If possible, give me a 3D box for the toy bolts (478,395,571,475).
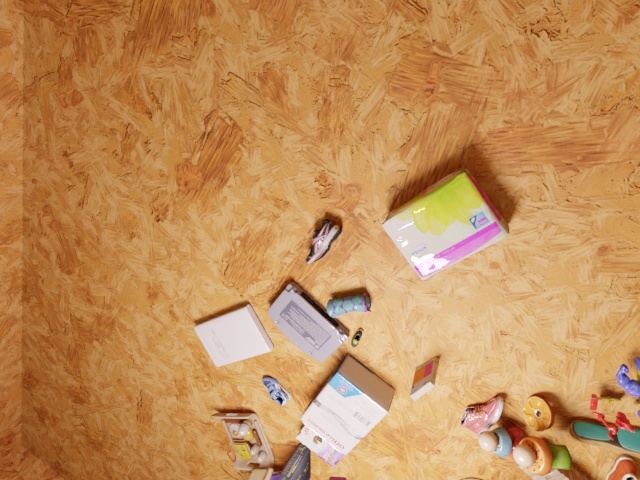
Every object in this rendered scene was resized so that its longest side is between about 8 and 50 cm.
[{"bbox_3d":[0.607,0.602,1.262,0.158,0.218,0.228,13,151,-20],"label":"toy bolts"}]

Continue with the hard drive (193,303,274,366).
[{"bbox_3d":[-0.369,0.406,1.706,0.318,0.040,0.210,-24,98,29],"label":"hard drive"}]

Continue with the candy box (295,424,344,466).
[{"bbox_3d":[0.020,0.807,1.668,0.196,0.070,0.165,34,119,8],"label":"candy box"}]

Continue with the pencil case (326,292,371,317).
[{"bbox_3d":[0.101,0.229,1.424,0.151,0.064,0.070,-16,86,28],"label":"pencil case"}]

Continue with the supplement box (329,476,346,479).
[{"bbox_3d":[0.088,1.131,1.738,0.080,0.104,0.188,-14,103,26],"label":"supplement box"}]

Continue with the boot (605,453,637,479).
[{"bbox_3d":[0.927,0.747,1.245,0.059,0.084,0.158,7,113,19],"label":"boot"}]

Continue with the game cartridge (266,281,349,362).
[{"bbox_3d":[-0.055,0.316,1.532,0.294,0.060,0.196,42,116,5],"label":"game cartridge"}]

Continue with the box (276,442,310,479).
[{"bbox_3d":[-0.114,1.014,1.709,0.059,0.232,0.184,8,111,23],"label":"box"}]

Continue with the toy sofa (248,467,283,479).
[{"bbox_3d":[-0.189,1.209,1.827,0.177,0.150,0.363,-14,114,27],"label":"toy sofa"}]

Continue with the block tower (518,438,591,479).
[{"bbox_3d":[0.807,0.795,1.310,0.335,0.091,0.097,41,120,4],"label":"block tower"}]

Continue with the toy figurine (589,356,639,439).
[{"bbox_3d":[0.936,0.406,1.064,0.362,0.191,0.217,2,105,21],"label":"toy figurine"}]

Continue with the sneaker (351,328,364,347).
[{"bbox_3d":[0.129,0.360,1.476,0.031,0.035,0.083,27,117,13],"label":"sneaker"}]

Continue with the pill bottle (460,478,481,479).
[{"bbox_3d":[0.527,0.995,1.384,0.169,0.301,0.169,8,111,21],"label":"pill bottle"}]

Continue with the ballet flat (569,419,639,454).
[{"bbox_3d":[0.885,0.598,1.226,0.232,0.080,0.073,6,139,24],"label":"ballet flat"}]

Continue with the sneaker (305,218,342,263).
[{"bbox_3d":[0.000,0.000,1.392,0.077,0.072,0.178,45,112,16],"label":"sneaker"}]

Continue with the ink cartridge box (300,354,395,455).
[{"bbox_3d":[0.099,0.623,1.532,0.223,0.129,0.307,36,119,7],"label":"ink cartridge box"}]

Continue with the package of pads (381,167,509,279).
[{"bbox_3d":[0.355,-0.047,1.191,0.296,0.101,0.229,-35,93,29],"label":"package of pads"}]

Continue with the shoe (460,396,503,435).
[{"bbox_3d":[0.540,0.582,1.363,0.081,0.063,0.178,22,120,9],"label":"shoe"}]

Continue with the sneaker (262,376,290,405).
[{"bbox_3d":[-0.191,0.633,1.702,0.144,0.059,0.053,38,121,7],"label":"sneaker"}]

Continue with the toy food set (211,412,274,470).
[{"bbox_3d":[-0.362,0.928,1.865,0.219,0.092,0.306,-12,103,26],"label":"toy food set"}]

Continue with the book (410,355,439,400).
[{"bbox_3d":[0.350,0.457,1.353,0.035,0.144,0.096,42,120,4],"label":"book"}]
